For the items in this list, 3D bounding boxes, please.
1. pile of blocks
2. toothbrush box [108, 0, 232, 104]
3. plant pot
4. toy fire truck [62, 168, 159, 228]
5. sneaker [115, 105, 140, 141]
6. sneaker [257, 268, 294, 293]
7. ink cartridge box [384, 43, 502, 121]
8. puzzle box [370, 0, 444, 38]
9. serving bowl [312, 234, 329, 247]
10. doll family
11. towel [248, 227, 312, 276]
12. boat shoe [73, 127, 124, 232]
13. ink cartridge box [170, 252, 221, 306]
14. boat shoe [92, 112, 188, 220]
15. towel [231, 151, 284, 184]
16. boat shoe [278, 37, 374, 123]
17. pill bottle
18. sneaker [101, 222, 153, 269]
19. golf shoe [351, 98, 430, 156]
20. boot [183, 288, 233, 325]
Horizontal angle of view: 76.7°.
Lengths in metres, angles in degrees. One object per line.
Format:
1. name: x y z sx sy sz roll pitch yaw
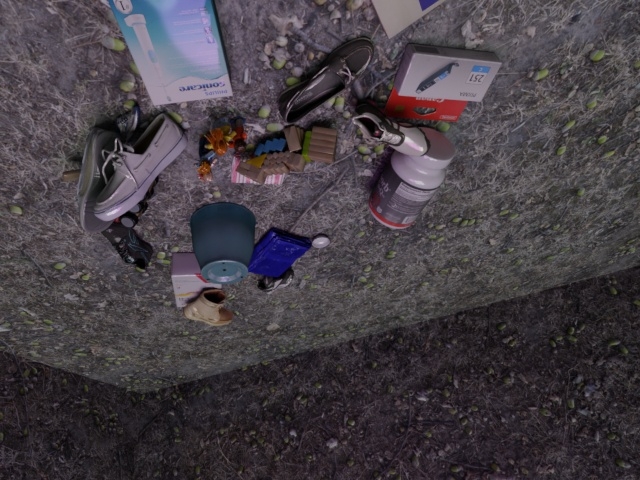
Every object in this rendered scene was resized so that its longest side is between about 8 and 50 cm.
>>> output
1. pile of blocks: -0.108 -0.294 1.390 0.363 0.148 0.112 -13 174 7
2. toothbrush box: -0.352 -0.500 0.995 0.217 0.126 0.295 -9 145 -4
3. plant pot: -0.389 0.028 1.643 0.272 0.255 0.271 -8 146 -6
4. toy fire truck: -0.720 -0.172 1.382 0.247 0.158 0.217 28 128 -17
5. sneaker: -0.582 -0.353 1.214 0.058 0.052 0.135 18 136 -30
6. sneaker: -0.240 0.209 2.108 0.234 0.078 0.106 -32 143 31
7. ink cartridge box: 0.376 -0.476 1.293 0.297 0.066 0.261 -1 144 -14
8. puzzle box: 0.190 -0.699 0.900 0.272 0.052 0.409 -30 142 14
9. serving bowl: 0.000 0.000 1.915 0.084 0.027 0.083 -8 146 -5
10. doll family: -0.340 -0.290 1.273 0.263 0.163 0.118 -34 140 30
11. towel: -0.211 0.075 1.914 0.228 0.076 0.308 19 137 -31
12. boat shoe: -0.684 -0.183 1.247 0.118 0.103 0.320 -7 114 -53
13. ink cartridge box: -0.585 0.191 1.939 0.226 0.131 0.306 -1 144 -15
14. boat shoe: -0.553 -0.233 1.179 0.367 0.136 0.156 -53 143 -18
15. towel: -0.222 -0.257 1.476 0.197 0.029 0.144 1 145 -17
16. boat shoe: 0.019 -0.455 1.193 0.335 0.095 0.112 -27 143 23
17. pill bottle: 0.334 -0.227 1.516 0.211 0.210 0.362 2 143 -18
18. sneaker: -0.788 0.025 1.661 0.101 0.106 0.267 -19 144 13
19. golf shoe: 0.218 -0.339 1.295 0.273 0.120 0.105 32 133 4
20. boot: -0.500 0.323 1.966 0.262 0.095 0.203 23 132 -37
